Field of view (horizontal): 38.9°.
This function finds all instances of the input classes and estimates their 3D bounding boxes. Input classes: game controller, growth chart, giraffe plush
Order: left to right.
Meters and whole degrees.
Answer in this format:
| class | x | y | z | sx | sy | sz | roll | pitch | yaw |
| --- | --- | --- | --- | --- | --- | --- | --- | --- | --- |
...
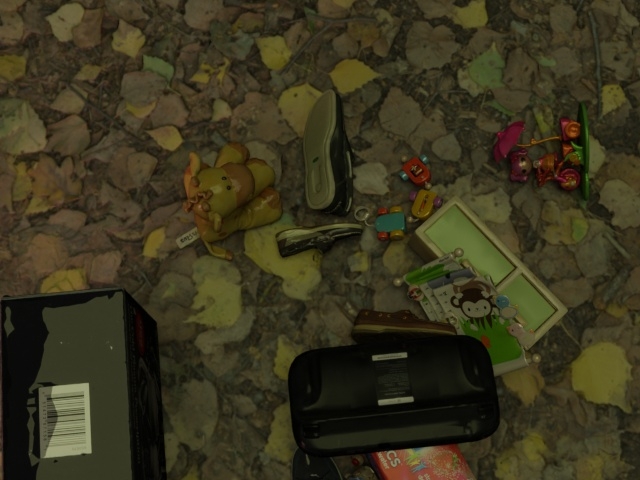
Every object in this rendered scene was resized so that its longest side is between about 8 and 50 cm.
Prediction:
| class | x | y | z | sx | sy | sz | roll | pitch | yaw |
| --- | --- | --- | --- | --- | --- | --- | --- | --- | --- |
| giraffe plush | -0.168 | -0.079 | 1.515 | 0.181 | 0.170 | 0.210 | 39 | 78 | 7 |
| game controller | 0.112 | 0.234 | 1.385 | 0.319 | 0.067 | 0.167 | -5 | 61 | -3 |
| growth chart | 0.244 | 0.126 | 1.494 | 0.237 | 0.172 | 0.021 | 56 | 38 | 3 |

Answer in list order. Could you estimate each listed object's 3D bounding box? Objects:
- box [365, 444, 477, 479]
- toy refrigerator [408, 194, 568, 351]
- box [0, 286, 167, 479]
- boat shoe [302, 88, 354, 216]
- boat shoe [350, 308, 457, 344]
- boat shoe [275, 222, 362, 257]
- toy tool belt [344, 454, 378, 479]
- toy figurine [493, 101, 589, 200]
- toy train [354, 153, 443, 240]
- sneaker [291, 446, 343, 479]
| class | x | y | z | sx | sy | sz | roll | pitch | yaw |
| --- | --- | --- | --- | --- | --- | --- | --- | --- | --- |
| box | 0.127 | 0.307 | 1.453 | 0.128 | 0.123 | 0.257 | -27 | 78 | -9 |
| toy refrigerator | 0.281 | 0.059 | 1.537 | 0.102 | 0.094 | 0.269 | -40 | 81 | -11 |
| box | -0.341 | 0.268 | 1.350 | 0.178 | 0.312 | 0.343 | -5 | 77 | -4 |
| boat shoe | 0.020 | -0.154 | 1.602 | 0.079 | 0.084 | 0.233 | 16 | 64 | -37 |
| boat shoe | 0.141 | 0.142 | 1.513 | 0.177 | 0.064 | 0.060 | 2 | 56 | 17 |
| boat shoe | 0.000 | 0.000 | 1.566 | 0.152 | 0.056 | 0.049 | -8 | 81 | 6 |
| toy tool belt | 0.063 | 0.388 | 1.452 | 0.051 | 0.052 | 0.083 | -36 | 105 | -38 |
| toy figurine | 0.387 | -0.151 | 1.602 | 0.159 | 0.130 | 0.173 | -4 | 100 | 11 |
| toy train | 0.147 | -0.067 | 1.592 | 0.166 | 0.046 | 0.125 | -42 | 57 | -2 |
| sneaker | 0.006 | 0.421 | 1.402 | 0.086 | 0.163 | 0.226 | -13 | 75 | -4 |
